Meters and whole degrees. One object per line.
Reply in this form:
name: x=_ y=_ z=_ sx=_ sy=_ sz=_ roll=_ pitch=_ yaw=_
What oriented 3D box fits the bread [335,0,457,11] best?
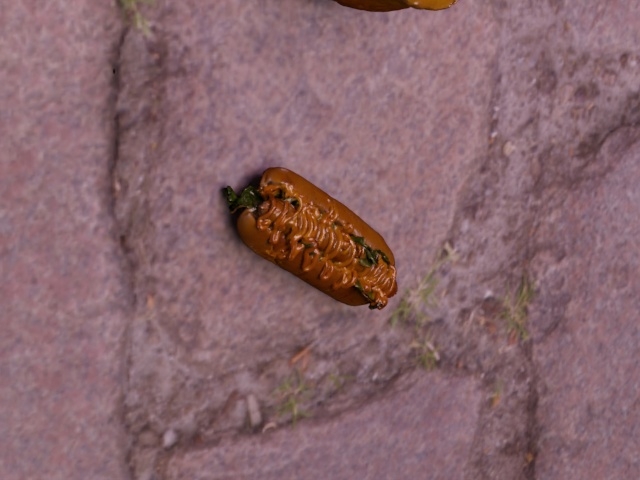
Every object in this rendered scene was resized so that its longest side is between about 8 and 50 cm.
bread: x=0.057 y=-0.302 z=1.325 sx=0.195 sy=0.142 sz=0.269 roll=-25 pitch=121 yaw=-32

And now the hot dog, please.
hot dog: x=0.000 y=0.000 z=1.441 sx=0.188 sy=0.055 sz=0.072 roll=32 pitch=86 yaw=-41
